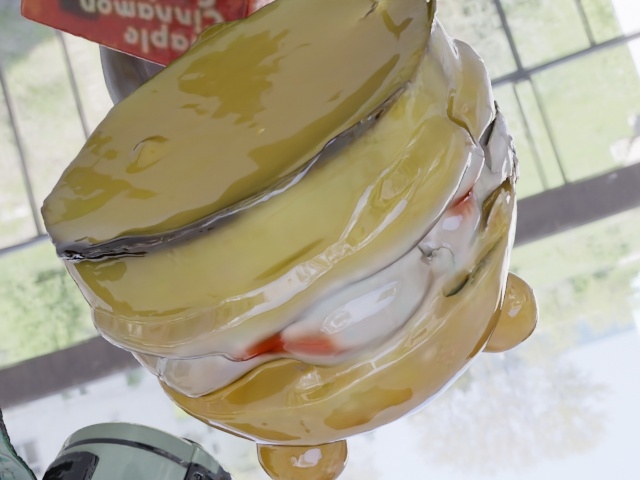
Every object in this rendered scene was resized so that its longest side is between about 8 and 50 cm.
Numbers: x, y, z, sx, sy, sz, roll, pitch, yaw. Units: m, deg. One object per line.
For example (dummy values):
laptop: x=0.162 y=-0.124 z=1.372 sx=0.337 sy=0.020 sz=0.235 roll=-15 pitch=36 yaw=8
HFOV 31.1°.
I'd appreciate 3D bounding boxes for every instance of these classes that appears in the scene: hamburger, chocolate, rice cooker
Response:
hamburger: x=0.000 y=0.000 z=0.687 sx=0.276 sy=0.237 sz=0.276 roll=-24 pitch=-151 yaw=14
chocolate: x=-0.126 y=-0.258 z=0.946 sx=0.237 sy=0.234 sz=0.108 roll=20 pitch=-146 yaw=8
rice cooker: x=-0.206 y=0.315 z=1.225 sx=0.226 sy=0.226 sz=0.244 roll=-24 pitch=-150 yaw=36

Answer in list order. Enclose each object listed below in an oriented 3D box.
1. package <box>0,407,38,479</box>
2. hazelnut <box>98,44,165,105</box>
package: x=-0.398 y=0.233 z=1.302 sx=0.166 sy=0.232 sz=0.040 roll=1 pitch=-149 yaw=28
hazelnut: x=-0.095 y=-0.238 z=1.484 sx=0.402 sy=0.402 sz=0.429 roll=-17 pitch=135 yaw=-4
